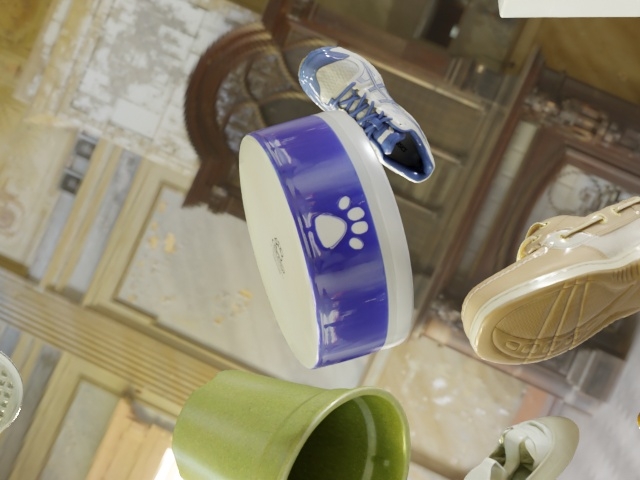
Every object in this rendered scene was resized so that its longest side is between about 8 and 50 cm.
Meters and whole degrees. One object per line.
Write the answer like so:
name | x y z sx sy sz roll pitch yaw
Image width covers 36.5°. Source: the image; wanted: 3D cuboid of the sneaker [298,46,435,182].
sneaker | 0.091 -0.210 1.619 0.112 0.296 0.131 -47 31 12

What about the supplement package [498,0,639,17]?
supplement package | 0.198 -0.304 0.717 0.139 0.133 0.244 93 177 -65

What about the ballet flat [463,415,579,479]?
ballet flat | 0.228 0.279 1.176 0.248 0.086 0.086 -40 -18 -27

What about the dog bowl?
dog bowl | 0.000 0.000 1.043 0.265 0.104 0.265 164 90 -76

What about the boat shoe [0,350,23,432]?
boat shoe | -0.630 0.247 1.322 0.156 0.500 0.187 -63 -48 -79

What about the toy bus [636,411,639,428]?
toy bus | 0.578 0.179 1.233 0.332 0.108 0.130 -36 -13 23

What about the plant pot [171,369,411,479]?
plant pot | -0.057 0.298 1.336 0.276 0.253 0.276 -17 -66 -45

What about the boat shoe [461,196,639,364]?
boat shoe | 0.135 0.016 0.525 0.170 0.059 0.063 -15 -44 -32
